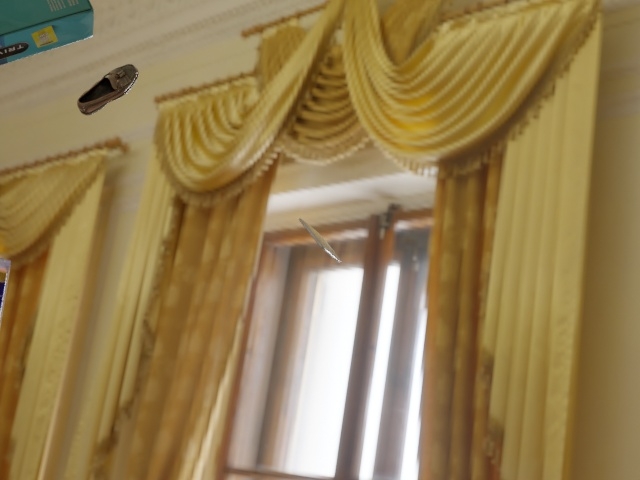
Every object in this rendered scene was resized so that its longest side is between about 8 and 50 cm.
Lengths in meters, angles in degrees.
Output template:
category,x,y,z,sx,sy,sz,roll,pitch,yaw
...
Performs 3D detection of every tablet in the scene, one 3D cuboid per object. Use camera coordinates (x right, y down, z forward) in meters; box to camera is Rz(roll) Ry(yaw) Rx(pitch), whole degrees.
category,x,y,z,sx,sy,sz,roll,pitch,yaw
tablet,0.000,0.000,1.412,0.054,0.006,0.083,51,4,22

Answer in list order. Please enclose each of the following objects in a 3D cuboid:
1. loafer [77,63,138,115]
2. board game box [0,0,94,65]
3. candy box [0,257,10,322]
category,x,y,z,sx,sy,sz,roll,pitch,yaw
loafer,-0.370,-0.266,1.906,0.045,0.125,0.039,47,-9,13
board game box,-0.484,-0.324,1.342,0.336,0.253,0.079,-21,-12,-18
candy box,-0.762,0.177,2.119,0.268,0.317,0.122,10,8,-16
